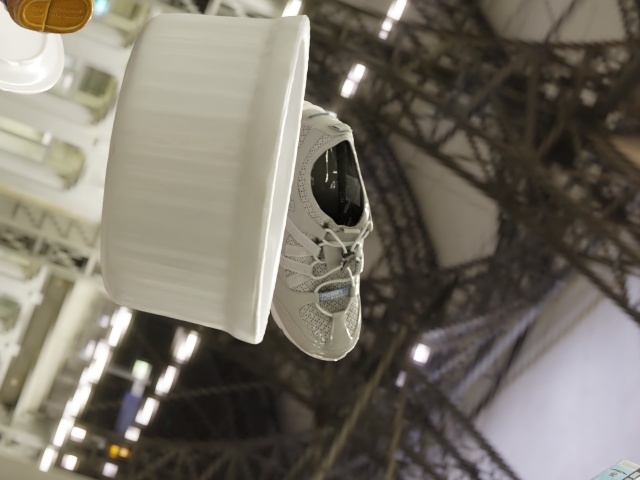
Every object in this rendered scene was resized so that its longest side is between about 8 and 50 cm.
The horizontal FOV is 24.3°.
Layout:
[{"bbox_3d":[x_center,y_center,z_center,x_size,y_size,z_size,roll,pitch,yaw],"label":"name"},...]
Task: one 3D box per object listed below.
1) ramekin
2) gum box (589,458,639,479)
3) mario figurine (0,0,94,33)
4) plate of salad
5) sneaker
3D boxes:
[{"bbox_3d":[-0.095,-0.059,1.248,0.277,0.135,0.277,8,90,-89],"label":"ramekin"},{"bbox_3d":[0.337,0.370,1.807,0.157,0.041,0.184,-6,112,-63],"label":"gum box"},{"bbox_3d":[-0.293,-0.327,1.428,0.198,0.170,0.320,-56,-133,12],"label":"mario figurine"},{"bbox_3d":[-0.348,-0.225,1.514,0.048,0.200,0.200,-38,-152,31],"label":"plate of salad"},{"bbox_3d":[0.000,0.000,1.545,0.115,0.105,0.281,20,-56,55],"label":"sneaker"}]
